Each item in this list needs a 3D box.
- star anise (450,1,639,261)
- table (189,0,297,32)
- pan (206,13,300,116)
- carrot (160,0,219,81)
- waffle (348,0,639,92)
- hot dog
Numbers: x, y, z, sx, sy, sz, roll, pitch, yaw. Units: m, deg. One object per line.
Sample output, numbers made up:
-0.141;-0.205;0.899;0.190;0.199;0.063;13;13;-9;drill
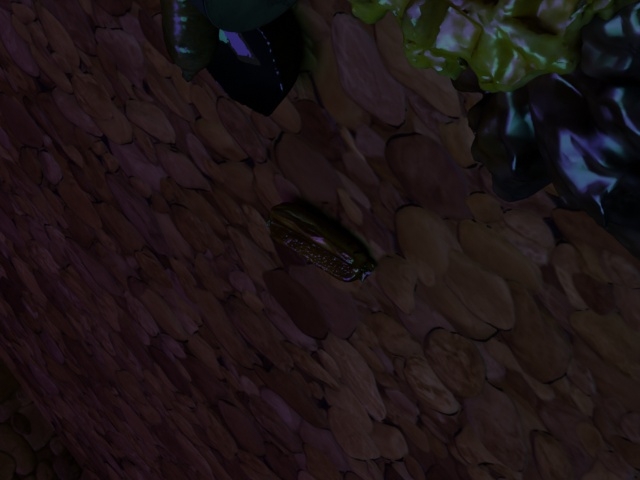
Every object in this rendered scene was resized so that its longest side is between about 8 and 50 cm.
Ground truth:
0.132;-0.127;0.794;0.292;0.109;0.349;35;146;26;star anise
-0.041;-0.207;0.950;0.043;0.133;0.133;44;155;21;table
-0.087;-0.197;1.147;0.202;0.048;0.128;49;154;1;pan
-0.101;-0.264;1.016;0.070;0.070;0.342;31;140;37;carrot
0.083;-0.233;0.662;0.312;0.060;0.307;-25;92;43;waffle
0.000;0.000;1.294;0.122;0.037;0.049;32;138;26;hot dog
